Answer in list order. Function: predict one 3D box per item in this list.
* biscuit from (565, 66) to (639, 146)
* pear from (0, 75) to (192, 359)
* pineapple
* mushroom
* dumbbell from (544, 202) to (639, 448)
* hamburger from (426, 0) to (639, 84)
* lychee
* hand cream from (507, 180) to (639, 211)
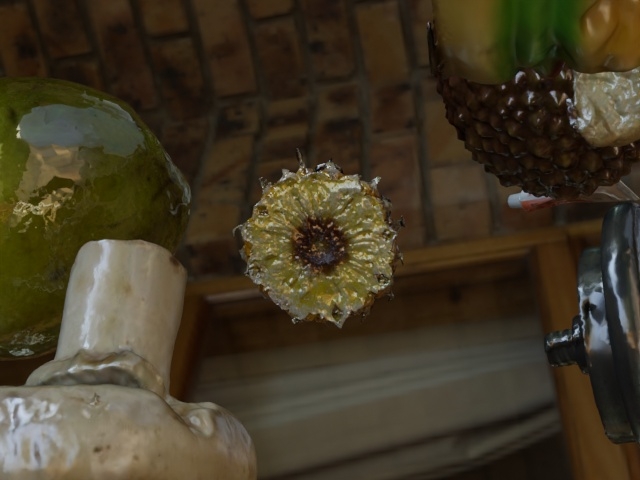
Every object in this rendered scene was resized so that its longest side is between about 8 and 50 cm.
[{"bbox_3d":[0.234,-0.167,0.964,0.118,0.061,0.183,-7,-105,-45],"label":"biscuit"},{"bbox_3d":[-0.370,-0.037,1.469,0.352,0.413,0.352,54,159,31],"label":"pear"},{"bbox_3d":[0.000,0.000,1.416,0.047,0.221,0.221,-36,-63,-84],"label":"pineapple"},{"bbox_3d":[-0.192,0.140,1.028,0.292,0.292,0.290,55,-140,-73],"label":"mushroom"},{"bbox_3d":[0.301,0.052,0.847,0.192,0.289,0.192,42,-138,-54],"label":"dumbbell"},{"bbox_3d":[0.132,-0.197,0.632,0.237,0.148,0.237,-2,-90,-77],"label":"hamburger"},{"bbox_3d":[0.234,-0.171,1.223,0.267,0.267,0.268,-9,-90,-82],"label":"lychee"},{"bbox_3d":[0.377,-0.067,1.821,0.052,0.216,0.038,-4,-90,-42],"label":"hand cream"}]
